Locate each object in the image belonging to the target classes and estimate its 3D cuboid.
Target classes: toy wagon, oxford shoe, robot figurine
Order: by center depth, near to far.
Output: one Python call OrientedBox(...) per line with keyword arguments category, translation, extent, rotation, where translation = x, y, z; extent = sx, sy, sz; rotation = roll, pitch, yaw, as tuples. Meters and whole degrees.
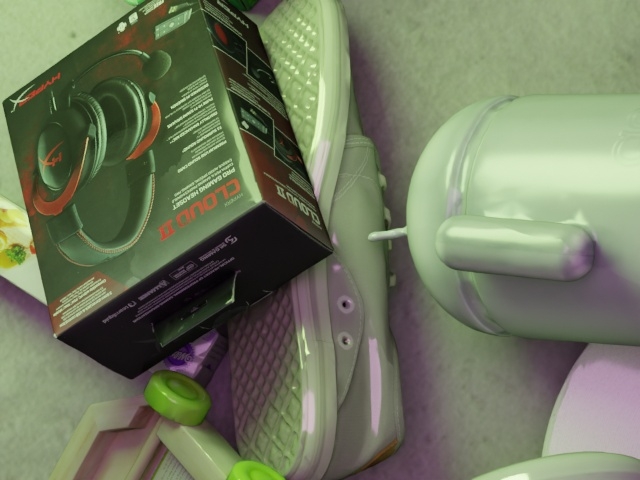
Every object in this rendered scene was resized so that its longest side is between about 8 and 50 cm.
OrientedBox(category="robot figurine", translation=(0.217, -0.018, 1.530), extent=(0.353, 0.300, 0.200), rotation=(2, 98, 35))
OrientedBox(category="toy wagon", translation=(-0.112, 0.286, 1.570), extent=(0.344, 0.068, 0.267), rotation=(44, 114, 34))
OrientedBox(category="oxford shoe", translation=(0.000, 0.000, 1.655), extent=(0.130, 0.169, 0.449), rotation=(9, 69, -32))

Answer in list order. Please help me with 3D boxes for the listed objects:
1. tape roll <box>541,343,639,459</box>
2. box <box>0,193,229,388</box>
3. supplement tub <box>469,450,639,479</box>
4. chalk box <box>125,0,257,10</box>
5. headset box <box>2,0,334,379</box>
OrientedBox(category="tape roll", translation=(0.375, 0.207, 1.581), extent=(0.392, 0.072, 0.392), rotation=(-1, 81, 8))
OrientedBox(category="box", translation=(-0.232, 0.029, 1.709), extent=(0.324, 0.067, 0.063), rotation=(31, 87, 12))
OrientedBox(category="supplement tub", translation=(0.194, 0.312, 1.433), extent=(0.191, 0.191, 0.272), rotation=(-13, 65, 6))
OrientedBox(category="chalk box", translation=(-0.092, -0.333, 1.693), extent=(0.180, 0.179, 0.289), rotation=(43, 90, 12))
OrientedBox(category="headset box", translation=(-0.129, -0.044, 1.591), extent=(0.218, 0.110, 0.293), rotation=(-32, 52, 19))
